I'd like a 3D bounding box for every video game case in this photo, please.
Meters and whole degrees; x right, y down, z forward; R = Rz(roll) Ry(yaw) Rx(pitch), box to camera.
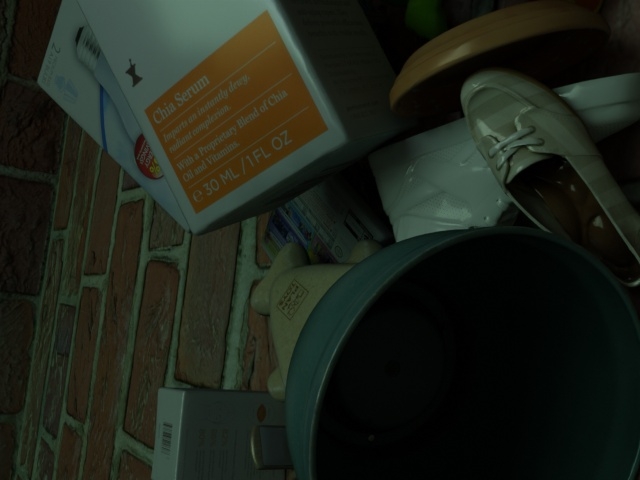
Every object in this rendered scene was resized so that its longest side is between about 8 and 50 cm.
[{"bbox_3d":[0.000,0.000,0.953,0.212,0.023,0.193,52,135,35],"label":"video game case"}]

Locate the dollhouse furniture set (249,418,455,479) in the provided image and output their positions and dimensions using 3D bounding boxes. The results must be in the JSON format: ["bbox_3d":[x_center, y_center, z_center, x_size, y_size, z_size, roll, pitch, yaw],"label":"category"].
[{"bbox_3d":[0.027,0.278,0.731,0.303,0.198,0.286,-41,49,45],"label":"dollhouse furniture set"}]

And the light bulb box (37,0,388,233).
[{"bbox_3d":[-0.166,-0.268,1.031,0.361,0.225,0.358,42,122,18],"label":"light bulb box"}]

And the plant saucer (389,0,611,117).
[{"bbox_3d":[0.155,-0.163,0.651,0.200,0.200,0.037,-23,80,54],"label":"plant saucer"}]

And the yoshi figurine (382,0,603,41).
[{"bbox_3d":[0.152,-0.325,0.783,0.362,0.203,0.203,25,143,43],"label":"yoshi figurine"}]

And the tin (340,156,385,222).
[{"bbox_3d":[0.025,-0.079,0.953,0.106,0.040,0.190,-48,57,43],"label":"tin"}]

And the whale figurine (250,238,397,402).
[{"bbox_3d":[0.021,0.100,0.837,0.216,0.141,0.272,-58,36,1],"label":"whale figurine"}]

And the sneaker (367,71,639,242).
[{"bbox_3d":[0.183,-0.042,0.689,0.292,0.108,0.169,-17,85,47],"label":"sneaker"}]

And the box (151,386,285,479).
[{"bbox_3d":[-0.139,0.278,1.021,0.091,0.170,0.130,-11,72,55],"label":"box"}]

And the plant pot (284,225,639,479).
[{"bbox_3d":[0.092,0.126,0.607,0.196,0.293,0.293,-166,87,-67],"label":"plant pot"}]

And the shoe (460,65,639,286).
[{"bbox_3d":[0.191,-0.051,0.580,0.219,0.058,0.076,49,123,2],"label":"shoe"}]

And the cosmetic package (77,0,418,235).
[{"bbox_3d":[-0.114,-0.262,0.763,0.230,0.161,0.453,-28,88,35],"label":"cosmetic package"}]

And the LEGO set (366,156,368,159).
[{"bbox_3d":[0.047,-0.092,0.970,0.054,0.023,0.083,-65,35,23],"label":"LEGO set"}]
